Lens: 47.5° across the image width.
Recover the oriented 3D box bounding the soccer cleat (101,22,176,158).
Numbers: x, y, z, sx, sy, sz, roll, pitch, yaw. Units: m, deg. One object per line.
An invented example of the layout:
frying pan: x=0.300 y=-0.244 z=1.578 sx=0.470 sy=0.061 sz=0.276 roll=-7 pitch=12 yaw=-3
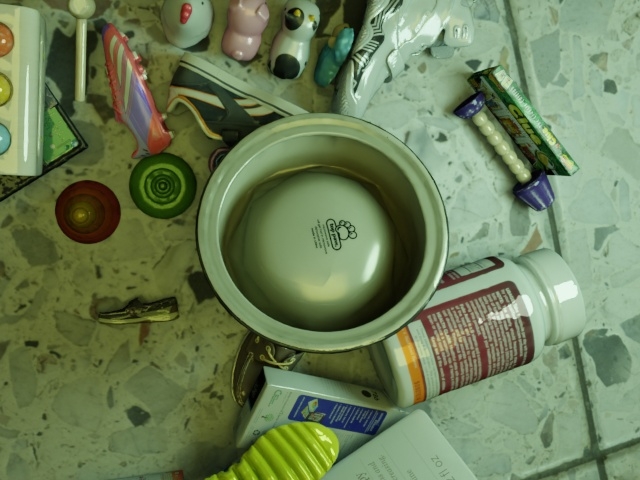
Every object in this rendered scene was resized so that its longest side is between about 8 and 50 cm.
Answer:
soccer cleat: x=-0.354 y=-0.272 z=1.336 sx=0.095 sy=0.083 sz=0.248 roll=-25 pitch=102 yaw=-3

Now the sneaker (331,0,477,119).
sneaker: x=0.166 y=-0.366 z=1.392 sx=0.210 sy=0.137 sz=0.366 roll=21 pitch=88 yaw=-9

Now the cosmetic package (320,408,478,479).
cosmetic package: x=0.150 y=0.606 z=1.342 sx=0.393 sy=0.329 sz=0.328 roll=-32 pitch=127 yaw=-7

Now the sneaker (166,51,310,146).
sneaker: x=-0.134 y=-0.223 z=1.347 sx=0.321 sy=0.126 sz=0.128 roll=26 pitch=92 yaw=8

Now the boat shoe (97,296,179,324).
boat shoe: x=-0.348 y=0.133 z=1.391 sx=0.152 sy=0.056 sz=0.049 roll=-3 pitch=91 yaw=-20

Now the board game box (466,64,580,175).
board game box: x=0.402 y=-0.235 z=1.453 sx=0.030 sy=0.136 sz=0.260 roll=-42 pitch=101 yaw=-6

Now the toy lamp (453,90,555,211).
toy lamp: x=0.382 y=-0.177 z=1.486 sx=0.080 sy=0.080 sz=0.275 roll=-39 pitch=101 yaw=-5

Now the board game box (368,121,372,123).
board game box: x=0.019 y=-0.027 z=1.361 sx=0.301 sy=0.086 sz=0.308 roll=-21 pitch=75 yaw=-10

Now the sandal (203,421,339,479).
sandal: x=-0.111 y=0.442 z=1.362 sx=0.317 sy=0.138 sz=0.126 roll=-25 pitch=72 yaw=-9

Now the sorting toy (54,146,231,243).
sorting toy: x=-0.315 y=-0.091 z=1.336 sx=0.365 sy=0.126 sz=0.127 roll=-20 pitch=99 yaw=-7

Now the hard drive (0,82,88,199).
hard drive: x=-0.626 y=-0.177 z=1.299 sx=0.338 sy=0.064 sz=0.237 roll=-34 pitch=101 yaw=-5

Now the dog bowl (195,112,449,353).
dog bowl: x=0.000 y=0.000 z=1.227 sx=0.407 sy=0.150 sz=0.408 roll=1 pitch=71 yaw=-4

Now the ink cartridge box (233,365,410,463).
ink cartridge box: x=0.011 y=0.356 z=1.433 sx=0.332 sy=0.065 sz=0.166 roll=18 pitch=113 yaw=-22

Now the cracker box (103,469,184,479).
cracker box: x=-0.372 y=0.506 z=1.369 sx=0.232 sy=0.155 sz=0.067 roll=-5 pitch=97 yaw=-11

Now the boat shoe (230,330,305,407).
boat shoe: x=-0.076 y=0.194 z=1.424 sx=0.116 sy=0.096 sz=0.325 roll=31 pitch=89 yaw=-13

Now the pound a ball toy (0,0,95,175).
pound a ball toy: x=-0.493 y=-0.269 z=1.215 sx=0.208 sy=0.136 sz=0.320 roll=3 pitch=95 yaw=-11

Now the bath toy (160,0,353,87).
bath toy: x=-0.120 y=-0.392 z=1.341 sx=0.348 sy=0.129 sz=0.152 roll=12 pitch=94 yaw=-11

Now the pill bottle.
pill bottle: x=0.295 y=0.162 z=1.428 sx=0.391 sy=0.224 sz=0.224 roll=-18 pitch=99 yaw=-8
